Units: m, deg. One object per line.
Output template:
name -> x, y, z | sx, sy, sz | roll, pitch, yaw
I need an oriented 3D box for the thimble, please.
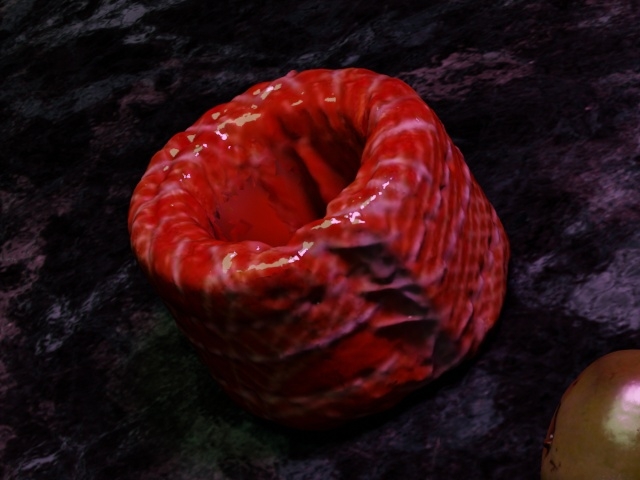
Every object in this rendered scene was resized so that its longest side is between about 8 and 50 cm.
thimble -> 0.000, 0.000, 1.771 | 0.350, 0.230, 0.350 | -20, 34, 14

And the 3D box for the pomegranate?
pomegranate -> 0.269, 0.179, 1.396 | 0.211, 0.179, 0.179 | 16, 52, 31
